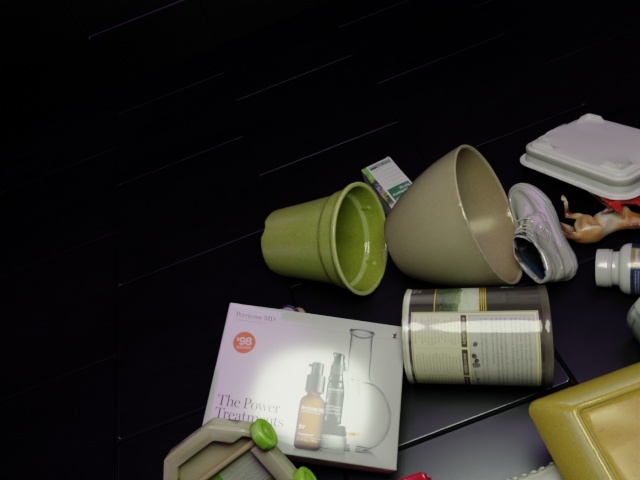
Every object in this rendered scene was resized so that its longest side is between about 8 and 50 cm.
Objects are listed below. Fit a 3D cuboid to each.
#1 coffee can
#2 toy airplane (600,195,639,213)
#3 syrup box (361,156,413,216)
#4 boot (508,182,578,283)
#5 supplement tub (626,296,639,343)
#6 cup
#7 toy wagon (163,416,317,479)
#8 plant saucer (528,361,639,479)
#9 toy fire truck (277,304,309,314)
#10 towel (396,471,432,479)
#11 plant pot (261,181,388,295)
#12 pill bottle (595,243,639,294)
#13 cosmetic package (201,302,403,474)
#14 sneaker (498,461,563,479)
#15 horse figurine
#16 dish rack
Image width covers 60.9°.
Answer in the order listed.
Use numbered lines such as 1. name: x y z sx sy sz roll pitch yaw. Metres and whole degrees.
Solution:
1. coffee can: 0.319 0.195 1.113 0.276 0.201 0.201 -3 49 17
2. toy airplane: 0.718 -0.092 1.260 0.151 0.028 0.151 -7 37 5
3. syrup box: 0.211 -0.120 1.503 0.093 0.096 0.236 -26 46 -5
4. boot: 0.485 -0.022 1.248 0.124 0.095 0.258 -5 61 -36
5. supplement tub: 0.715 0.220 0.955 0.194 0.193 0.315 -19 46 3
6. cup: 0.291 -0.025 1.275 0.237 0.331 0.330 -22 41 34
7. toy wagon: -0.131 0.491 0.993 0.267 0.344 0.068 -39 6 10
8. plant saucer: 0.529 0.320 0.785 0.333 0.081 0.332 -23 51 7
9. toy fire truck: -0.090 0.295 1.231 0.217 0.158 0.246 -28 67 1
10. towel: 0.145 0.572 0.961 0.199 0.031 0.274 -20 47 3
11. plant pot: 0.000 0.000 1.385 0.254 0.276 0.276 -2 48 34
12. pill bottle: 0.691 0.062 1.154 0.187 0.112 0.112 1 50 32
13. cosmetic package: -0.026 0.297 1.110 0.378 0.097 0.284 7 61 1
14. sneaker: 0.354 0.439 0.950 0.290 0.105 0.123 -39 51 -13
15. horse figurine: 0.660 -0.057 1.306 0.264 0.066 0.174 -18 45 -4
16. dish rack: 0.713 -0.231 1.378 0.286 0.072 0.333 -27 35 -18
